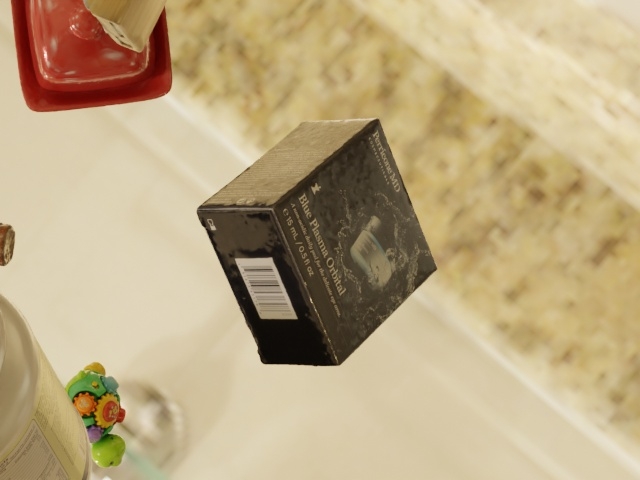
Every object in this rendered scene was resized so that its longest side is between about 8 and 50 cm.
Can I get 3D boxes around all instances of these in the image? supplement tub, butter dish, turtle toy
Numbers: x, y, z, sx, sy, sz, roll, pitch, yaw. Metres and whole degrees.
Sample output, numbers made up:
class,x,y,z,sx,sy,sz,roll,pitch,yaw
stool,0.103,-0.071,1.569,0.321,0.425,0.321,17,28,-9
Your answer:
class,x,y,z,sx,sy,sz,roll,pitch,yaw
supplement tub,-0.370,0.172,1.855,0.235,0.235,0.325,38,162,26
butter dish,-0.237,-0.219,1.943,0.118,0.160,0.159,178,85,-86
turtle toy,-0.269,0.212,2.260,0.066,0.095,0.130,9,122,35

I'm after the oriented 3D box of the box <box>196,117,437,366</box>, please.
class,x,y,z,sx,sy,sz,roll,pitch,yaw
box,0.000,0.000,1.606,0.093,0.158,0.156,-1,121,42

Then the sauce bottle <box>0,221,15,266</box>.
class,x,y,z,sx,sy,sz,roll,pitch,yaw
sauce bottle,-0.343,-0.004,1.720,0.128,0.042,0.042,8,168,6

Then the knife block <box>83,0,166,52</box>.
class,x,y,z,sx,sy,sz,roll,pitch,yaw
knife block,-0.120,-0.335,1.666,0.088,0.242,0.275,51,-162,-75
